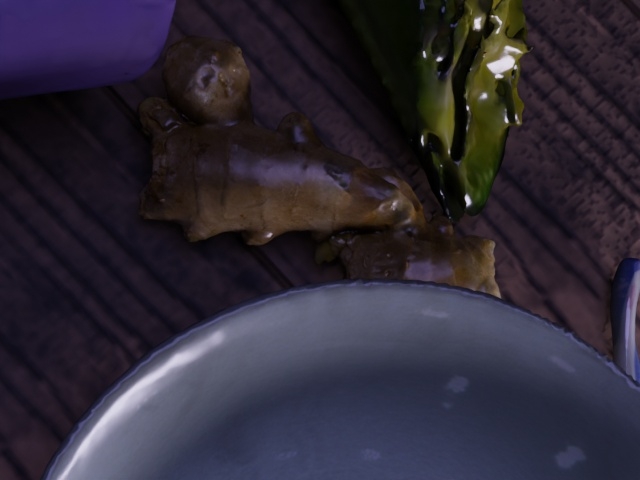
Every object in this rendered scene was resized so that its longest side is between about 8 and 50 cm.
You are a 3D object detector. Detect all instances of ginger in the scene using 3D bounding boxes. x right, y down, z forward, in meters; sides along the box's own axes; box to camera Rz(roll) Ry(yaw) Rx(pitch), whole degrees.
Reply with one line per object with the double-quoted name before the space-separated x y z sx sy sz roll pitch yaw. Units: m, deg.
"ginger" 0.000 0.000 0.841 0.176 0.052 0.193 1 86 -8

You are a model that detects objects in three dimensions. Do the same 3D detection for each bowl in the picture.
"bowl" 0.016 0.184 0.739 0.313 0.146 0.313 4 72 -12

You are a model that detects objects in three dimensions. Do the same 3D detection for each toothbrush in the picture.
"toothbrush" 0.160 0.138 0.852 0.027 0.021 0.269 2 73 -18

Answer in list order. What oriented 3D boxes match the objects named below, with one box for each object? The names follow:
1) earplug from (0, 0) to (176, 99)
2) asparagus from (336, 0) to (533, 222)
"earplug" -0.297 -0.126 0.694 0.456 0.215 0.215 -15 78 -24
"asparagus" 0.027 -0.201 0.876 0.128 0.108 0.382 -27 83 -3
